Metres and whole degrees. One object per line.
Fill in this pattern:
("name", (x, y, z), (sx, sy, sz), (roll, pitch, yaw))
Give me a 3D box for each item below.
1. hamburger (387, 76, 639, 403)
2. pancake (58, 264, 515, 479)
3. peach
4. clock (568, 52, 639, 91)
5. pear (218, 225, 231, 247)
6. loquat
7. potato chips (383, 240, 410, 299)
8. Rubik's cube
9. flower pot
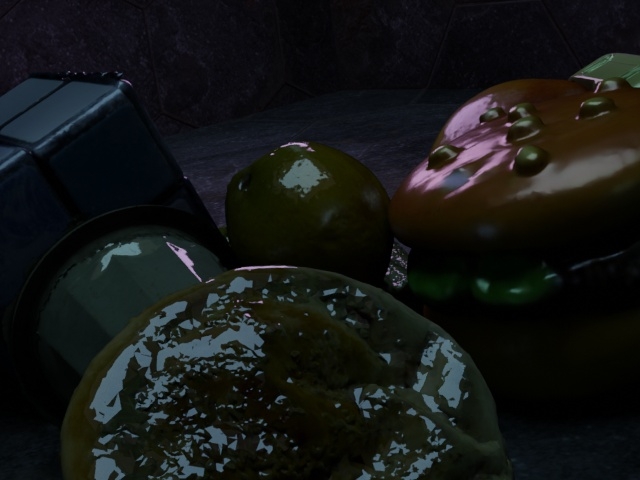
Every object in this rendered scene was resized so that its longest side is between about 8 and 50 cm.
("hamburger", (0.262, -0.017, 1.188), (0.395, 0.277, 0.396), (-20, 16, 6))
("pancake", (-0.018, 0.168, 0.850), (0.387, 0.082, 0.387), (7, 50, -9))
("peach", (0.301, -0.095, 1.555), (0.308, 0.308, 0.332), (0, 22, 27))
("clock", (0.519, -0.140, 1.620), (0.096, 0.308, 0.235), (-32, 20, -8))
("pear", (-0.120, 0.018, 1.712), (0.141, 0.104, 0.141), (-16, -7, -2))
("loquat", (0.000, 0.000, 1.249), (0.213, 0.246, 0.213), (-37, -14, -11))
("potato chips", (0.035, 0.002, 1.538), (0.358, 0.070, 0.429), (17, 10, -13))
("Rubik's cube", (-0.360, -0.011, 1.374), (0.313, 0.318, 0.316), (-42, 29, -25))
("flower pot", (-0.153, 0.132, 1.081), (0.290, 0.290, 0.259), (-16, 30, -29))
